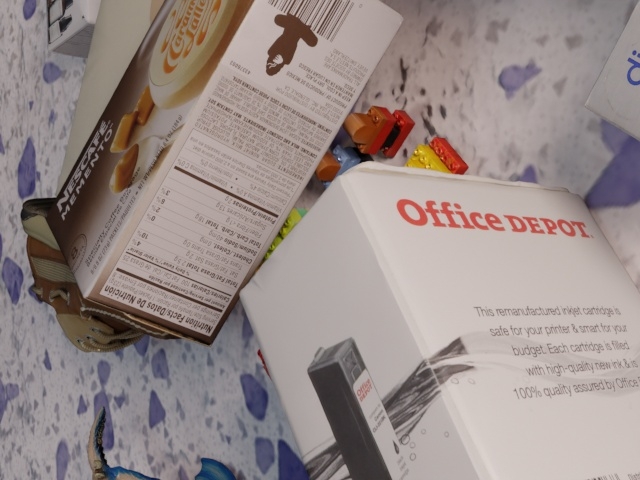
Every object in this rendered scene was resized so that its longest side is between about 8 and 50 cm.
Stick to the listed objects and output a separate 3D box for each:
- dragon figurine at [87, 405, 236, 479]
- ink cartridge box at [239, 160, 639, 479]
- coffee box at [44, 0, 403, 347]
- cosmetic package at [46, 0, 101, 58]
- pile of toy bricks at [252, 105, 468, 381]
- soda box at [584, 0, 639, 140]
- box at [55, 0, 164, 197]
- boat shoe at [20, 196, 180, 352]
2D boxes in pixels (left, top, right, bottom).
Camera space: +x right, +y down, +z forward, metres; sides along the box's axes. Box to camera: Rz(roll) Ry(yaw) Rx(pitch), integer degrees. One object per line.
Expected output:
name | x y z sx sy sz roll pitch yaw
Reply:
dragon figurine | -0.122 0.235 0.837 0.289 0.144 0.085 -146 64 -66
ink cartridge box | 0.102 0.106 0.499 0.114 0.197 0.272 -46 55 37
coffee box | -0.072 -0.077 0.656 0.246 0.098 0.141 -59 32 9
cosmetic package | -0.247 -0.322 1.037 0.099 0.060 0.239 -15 77 47
pile of toy bricks | 0.000 0.000 0.695 0.212 0.105 0.118 -58 48 29
soda box | 0.240 -0.159 0.436 0.098 0.091 0.286 45 121 40
box | -0.092 -0.150 0.784 0.121 0.148 0.311 34 115 44
boat shoe | -0.188 0.042 0.916 0.324 0.123 0.119 23 111 56
